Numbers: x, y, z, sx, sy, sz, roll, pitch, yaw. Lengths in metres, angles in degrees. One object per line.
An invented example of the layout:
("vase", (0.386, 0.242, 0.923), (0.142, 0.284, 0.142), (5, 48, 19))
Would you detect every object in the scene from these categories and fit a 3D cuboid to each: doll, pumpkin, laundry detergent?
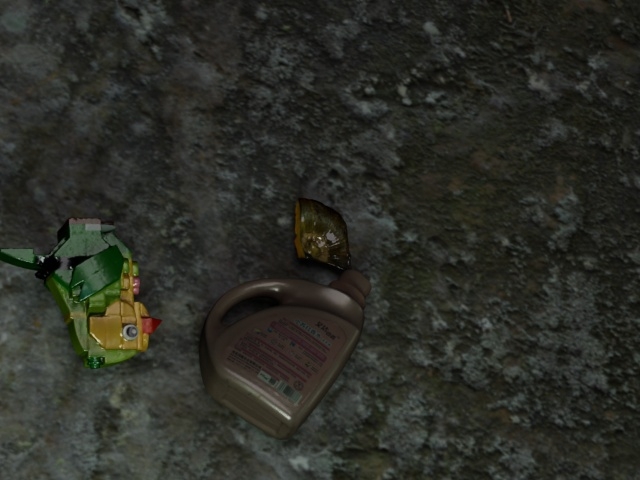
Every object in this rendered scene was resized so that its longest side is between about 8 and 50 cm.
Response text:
("doll", (-0.270, 0.061, 1.859), (0.134, 0.106, 0.186), (-31, 90, -25))
("pumpkin", (0.001, -0.001, 2.028), (0.073, 0.035, 0.101), (13, 54, -24))
("laundry detergent", (-0.044, 0.106, 1.922), (0.171, 0.076, 0.237), (32, 56, 3))
